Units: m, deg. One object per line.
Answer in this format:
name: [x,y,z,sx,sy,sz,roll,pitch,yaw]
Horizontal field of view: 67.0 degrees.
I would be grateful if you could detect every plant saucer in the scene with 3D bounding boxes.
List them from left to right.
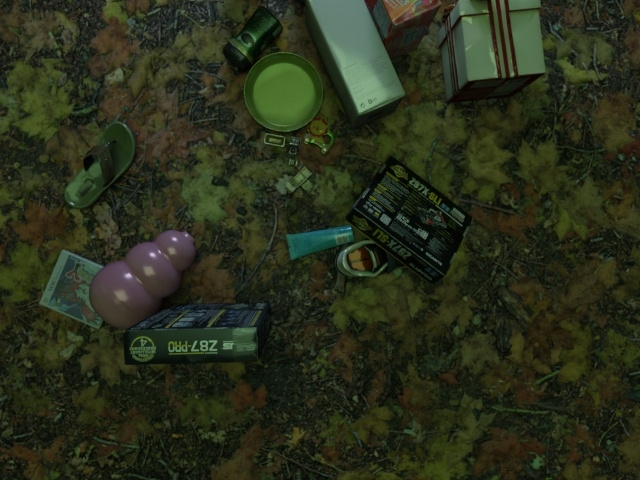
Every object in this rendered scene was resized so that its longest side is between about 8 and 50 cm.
plant saucer: [-0.113,-0.452,1.486,0.240,0.037,0.241,0,90,-1]

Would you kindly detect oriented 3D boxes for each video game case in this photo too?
video game case: [-0.738,0.151,1.493,0.201,0.023,0.184,23,91,-1]

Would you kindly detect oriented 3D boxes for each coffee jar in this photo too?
coffee jar: [-0.206,-0.606,1.461,0.096,0.079,0.184,42,89,-4]

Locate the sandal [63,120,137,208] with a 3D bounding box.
sandal: [-0.664,-0.220,1.456,0.120,0.086,0.303,35,90,-1]

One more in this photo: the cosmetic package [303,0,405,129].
cosmetic package: [0.091,-0.536,1.410,0.155,0.197,0.366,-23,92,0]

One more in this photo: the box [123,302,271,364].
box: [-0.306,0.240,1.317,0.317,0.395,0.097,-2,91,-2]

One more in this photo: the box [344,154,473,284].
box: [0.265,-0.064,1.417,0.322,0.079,0.257,36,54,-2]

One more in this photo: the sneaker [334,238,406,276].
sneaker: [0.202,0.038,1.456,0.320,0.127,0.126,-20,90,-2]

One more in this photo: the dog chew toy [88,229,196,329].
dog chew toy: [-0.504,0.100,1.416,0.332,0.206,0.206,-45,91,-9]

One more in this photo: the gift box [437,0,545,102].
gift box: [0.495,-0.565,1.381,0.254,0.276,0.258,-7,90,-6]

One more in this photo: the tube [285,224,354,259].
tube: [0.000,0.000,1.492,0.206,0.052,0.080,-12,86,5]

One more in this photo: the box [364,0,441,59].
box: [0.214,-0.634,1.356,0.142,0.300,0.154,-23,91,0]

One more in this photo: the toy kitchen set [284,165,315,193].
toy kitchen set: [-0.054,-0.173,1.471,0.068,0.075,0.083,45,94,-2]

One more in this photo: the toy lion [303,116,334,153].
toy lion: [-0.002,-0.331,1.495,0.100,0.034,0.096,29,83,-1]

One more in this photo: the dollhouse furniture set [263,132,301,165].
dollhouse furniture set: [-0.120,-0.284,1.466,0.114,0.081,0.091,11,91,-1]

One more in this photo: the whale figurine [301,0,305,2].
whale figurine: [-0.056,-0.824,1.414,0.141,0.216,0.272,-26,98,31]
